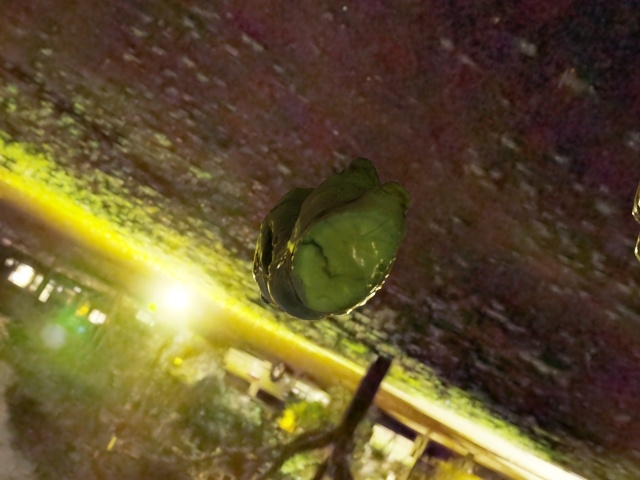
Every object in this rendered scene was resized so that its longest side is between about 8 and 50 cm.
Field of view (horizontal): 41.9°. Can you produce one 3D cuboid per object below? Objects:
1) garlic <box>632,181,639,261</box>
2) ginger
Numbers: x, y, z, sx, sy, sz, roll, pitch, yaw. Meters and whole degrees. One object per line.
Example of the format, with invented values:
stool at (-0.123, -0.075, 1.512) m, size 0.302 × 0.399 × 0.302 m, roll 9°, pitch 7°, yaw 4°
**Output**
garlic at (0.448, -0.065, 0.978) m, size 0.110 × 0.227 × 0.217 m, roll 48°, pitch 159°, yaw 37°
ginger at (0.002, 0.001, 0.702) m, size 0.089 × 0.137 × 0.290 m, roll 12°, pitch 170°, yaw -12°
